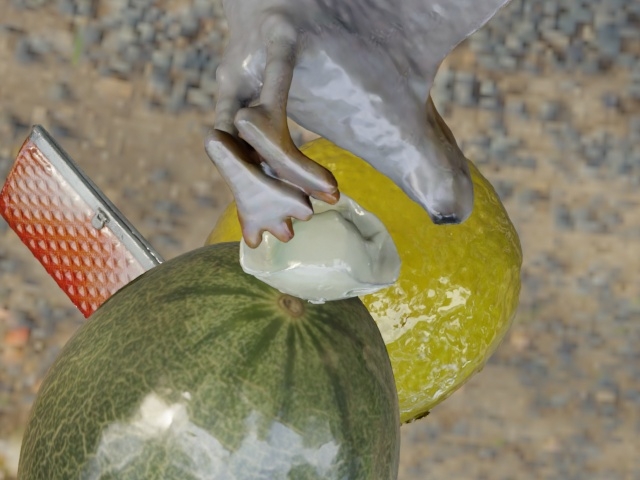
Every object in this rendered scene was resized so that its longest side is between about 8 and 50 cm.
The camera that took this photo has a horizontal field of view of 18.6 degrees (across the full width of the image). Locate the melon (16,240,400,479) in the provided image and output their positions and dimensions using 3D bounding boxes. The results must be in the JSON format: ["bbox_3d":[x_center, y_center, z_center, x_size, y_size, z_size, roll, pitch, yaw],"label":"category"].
[{"bbox_3d":[-0.072,0.140,1.247,0.237,0.237,0.302,15,128,-15],"label":"melon"}]

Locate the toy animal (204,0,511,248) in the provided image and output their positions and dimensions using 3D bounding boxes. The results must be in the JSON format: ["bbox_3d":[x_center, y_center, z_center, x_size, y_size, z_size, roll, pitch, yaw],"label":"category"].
[{"bbox_3d":[-0.021,-0.151,0.944,0.284,0.302,0.225,29,137,-24],"label":"toy animal"}]

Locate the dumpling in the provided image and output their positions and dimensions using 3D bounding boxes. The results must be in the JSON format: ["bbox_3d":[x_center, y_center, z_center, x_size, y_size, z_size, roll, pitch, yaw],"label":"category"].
[{"bbox_3d":[0.001,0.000,0.984,0.077,0.059,0.043,-4,161,8],"label":"dumpling"}]

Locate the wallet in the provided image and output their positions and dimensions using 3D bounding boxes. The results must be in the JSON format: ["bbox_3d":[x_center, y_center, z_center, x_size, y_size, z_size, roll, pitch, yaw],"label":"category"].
[{"bbox_3d":[-0.189,0.007,1.588,0.020,0.196,0.103,-24,156,-47],"label":"wallet"}]

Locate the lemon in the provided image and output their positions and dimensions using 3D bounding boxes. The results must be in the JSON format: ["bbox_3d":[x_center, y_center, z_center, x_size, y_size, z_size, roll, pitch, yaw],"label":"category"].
[{"bbox_3d":[0.025,0.038,1.622,0.310,0.253,0.253,-34,157,-14],"label":"lemon"}]
